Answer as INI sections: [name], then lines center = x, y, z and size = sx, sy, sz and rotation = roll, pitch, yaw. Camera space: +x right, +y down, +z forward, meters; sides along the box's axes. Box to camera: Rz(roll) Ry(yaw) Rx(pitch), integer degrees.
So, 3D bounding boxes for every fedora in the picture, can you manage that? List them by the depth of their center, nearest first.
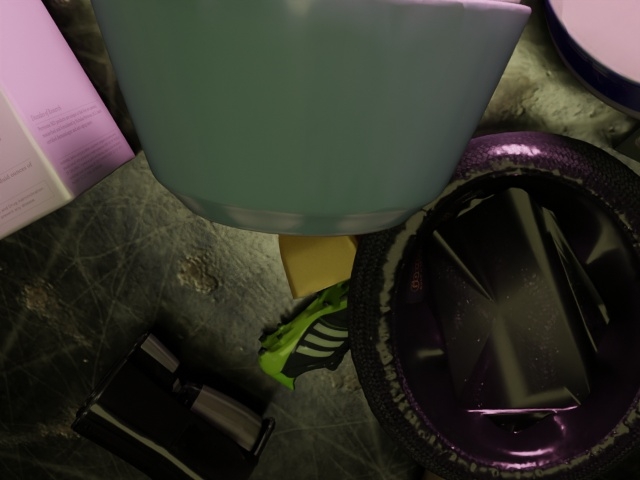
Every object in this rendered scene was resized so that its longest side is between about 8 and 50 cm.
[fedora]
center = 0.178, 0.061, 0.710
size = 0.334, 0.152, 0.333
rotation = 1, 102, 3

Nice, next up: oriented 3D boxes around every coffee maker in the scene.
[coffee maker]
center = -0.160, 0.204, 0.765
size = 0.178, 0.171, 0.120
rotation = 36, 122, -7

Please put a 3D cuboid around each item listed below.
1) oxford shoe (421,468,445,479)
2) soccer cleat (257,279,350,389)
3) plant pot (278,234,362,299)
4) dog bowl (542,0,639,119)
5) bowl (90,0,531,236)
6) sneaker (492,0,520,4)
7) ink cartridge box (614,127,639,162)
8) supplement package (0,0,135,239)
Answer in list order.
[oxford shoe]
center = 0.085, 0.374, 0.837
size = 0.130, 0.123, 0.348
rotation = 15, 107, 3
[soccer cleat]
center = 0.013, 0.092, 0.784
size = 0.179, 0.060, 0.072
rotation = -37, 113, 19
[plant pot]
center = 0.000, 0.000, 0.742
size = 0.081, 0.081, 0.083
rotation = -22, 94, 9
[dog bowl]
center = 0.307, -0.227, 0.581
size = 0.265, 0.104, 0.264
rotation = -1, 86, 21
[bowl]
center = -0.012, -0.104, 0.560
size = 0.312, 0.311, 0.163
rotation = 4, 106, 1
[sneaker]
center = 0.028, -0.273, 0.569
size = 0.296, 0.104, 0.146
rotation = 4, 106, -15
[ink cartridge box]
center = 0.382, -0.122, 0.667
size = 0.209, 0.109, 0.062
rotation = -41, 101, 14
[supplement package]
center = -0.332, -0.146, 0.655
size = 0.178, 0.175, 0.293
rotation = -25, 105, 12
